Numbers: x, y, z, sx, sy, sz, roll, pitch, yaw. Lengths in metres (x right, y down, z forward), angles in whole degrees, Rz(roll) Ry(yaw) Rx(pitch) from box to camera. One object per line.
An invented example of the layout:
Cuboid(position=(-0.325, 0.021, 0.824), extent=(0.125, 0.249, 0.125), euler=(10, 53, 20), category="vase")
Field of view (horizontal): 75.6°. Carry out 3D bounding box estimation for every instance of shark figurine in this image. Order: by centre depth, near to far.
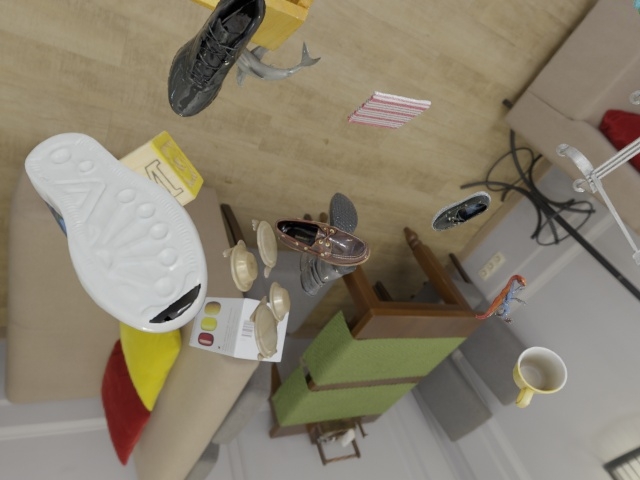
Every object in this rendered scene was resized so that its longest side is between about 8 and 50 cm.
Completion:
Cuboid(position=(-0.150, -0.507, 1.221), extent=(0.279, 0.116, 0.166), euler=(3, 128, -17), category="shark figurine")

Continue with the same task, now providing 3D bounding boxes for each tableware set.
Cuboid(position=(-0.072, 0.058, 0.524), extent=(0.020, 0.141, 0.168), euler=(-11, 101, 14), category="tableware set")

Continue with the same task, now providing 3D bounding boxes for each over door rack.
Cuboid(position=(0.534, -0.105, 0.616), extent=(0.324, 0.108, 0.240), euler=(39, 116, -24), category="over door rack")

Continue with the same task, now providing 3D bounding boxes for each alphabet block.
Cuboid(position=(-0.489, -0.176, 1.204), extent=(0.197, 0.192, 0.193), euler=(-30, 116, 7), category="alphabet block")

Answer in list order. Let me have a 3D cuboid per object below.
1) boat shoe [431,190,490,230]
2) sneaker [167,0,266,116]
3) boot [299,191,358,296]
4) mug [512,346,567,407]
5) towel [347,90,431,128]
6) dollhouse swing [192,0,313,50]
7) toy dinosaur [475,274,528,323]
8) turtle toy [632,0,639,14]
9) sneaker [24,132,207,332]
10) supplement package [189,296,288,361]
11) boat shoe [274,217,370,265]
Cuboid(position=(0.299, -0.057, 0.891), extent=(0.049, 0.040, 0.142), euler=(42, 129, -16), category="boat shoe")
Cuboid(position=(-0.204, -0.362, 0.782), extent=(0.109, 0.130, 0.286), euler=(29, 103, -25), category="sneaker")
Cuboid(position=(0.012, 0.006, 1.411), extent=(0.118, 0.338, 0.223), euler=(30, 136, -26), category="boot")
Cuboid(position=(0.300, 0.194, 0.591), extent=(0.078, 0.062, 0.064), euler=(-24, 151, -5), category="mug")
Cuboid(position=(0.164, -0.326, 1.032), extent=(0.144, 0.197, 0.029), euler=(4, 88, -16), category="towel")
Cuboid(position=(-0.154, -0.704, 0.969), extent=(0.305, 0.315, 0.346), euler=(23, 87, -25), category="dollhouse swing")
Cuboid(position=(0.315, 0.098, 0.697), extent=(0.090, 0.047, 0.082), euler=(-6, 108, -4), category="toy dinosaur")
Cuboid(position=(0.481, -0.318, 0.550), extent=(0.095, 0.130, 0.066), euler=(27, 109, -25), category="turtle toy")
Cuboid(position=(-0.235, 0.026, 0.545), extent=(0.130, 0.323, 0.236), euler=(-38, 154, -23), category="sneaker")
Cuboid(position=(-0.214, 0.223, 1.060), extent=(0.134, 0.138, 0.244), euler=(20, 161, -38), category="supplement package")
Cuboid(position=(0.000, 0.000, 0.862), extent=(0.207, 0.073, 0.073), euler=(11, 159, 19), category="boat shoe")
